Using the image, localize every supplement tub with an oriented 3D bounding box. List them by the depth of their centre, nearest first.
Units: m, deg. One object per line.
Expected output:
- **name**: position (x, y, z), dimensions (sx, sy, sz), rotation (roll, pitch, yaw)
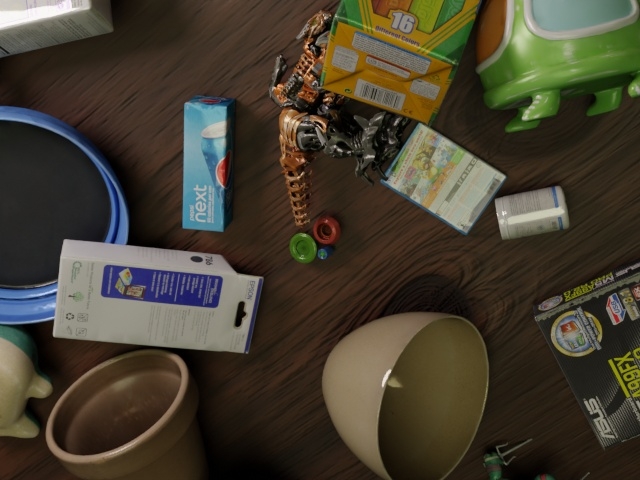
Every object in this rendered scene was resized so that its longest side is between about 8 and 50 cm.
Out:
- **supplement tub**: position (0.333, -0.043, 1.618), dimensions (0.107, 0.071, 0.071), rotation (-10, 107, 12)

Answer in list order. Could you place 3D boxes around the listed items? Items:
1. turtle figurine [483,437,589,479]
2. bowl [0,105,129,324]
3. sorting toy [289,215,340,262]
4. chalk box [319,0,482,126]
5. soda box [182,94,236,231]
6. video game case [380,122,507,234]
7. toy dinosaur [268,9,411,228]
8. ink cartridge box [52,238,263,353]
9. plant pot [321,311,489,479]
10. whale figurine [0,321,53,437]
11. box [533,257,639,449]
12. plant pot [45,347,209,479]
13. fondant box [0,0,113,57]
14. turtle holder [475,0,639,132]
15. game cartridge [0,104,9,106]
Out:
- **turtle figurine**: position (0.336, 0.442, 1.764), dimensions (0.175, 0.118, 0.234), rotation (44, 115, -7)
- **bowl**: position (-0.510, -0.040, 1.684), dimensions (0.391, 0.077, 0.391), rotation (-4, 122, -6)
- **sorting toy**: position (0.000, 0.000, 1.704), dimensions (0.102, 0.042, 0.061), rotation (-36, 85, 30)
- **chalk box**: position (0.135, -0.346, 1.457), dimensions (0.180, 0.179, 0.289), rotation (20, 67, 1)
- **soda box**: position (-0.181, -0.125, 1.669), dimensions (0.071, 0.067, 0.210), rotation (6, 110, 7)
- **video game case**: position (0.197, -0.099, 1.649), dimensions (0.166, 0.015, 0.119), rotation (32, 111, -3)
- **toy dinosaur**: position (0.014, -0.184, 1.604), dimensions (0.218, 0.164, 0.322), rotation (19, 130, 17)
- **ink cartridge box**: position (-0.272, 0.097, 1.721), dimensions (0.332, 0.065, 0.165), rotation (8, 118, -12)
- **plant pot**: position (0.113, 0.238, 1.666), dimensions (0.191, 0.284, 0.284), rotation (14, 115, 42)
- **whale figurine**: position (-0.574, 0.242, 1.837), dimensions (0.216, 0.141, 0.272), rotation (0, 133, 9)
- **box**: position (0.502, 0.183, 1.674), dimensions (0.216, 0.060, 0.270), rotation (-25, 103, 15)
- **plant pot**: position (-0.306, 0.356, 1.775), dimensions (0.263, 0.263, 0.229), rotation (-14, 123, 13)
- **fondant box**: position (-0.493, -0.406, 1.550), dimensions (0.330, 0.096, 0.238), rotation (-10, 78, 8)
- **turtle holder**: position (0.373, -0.295, 1.440), dimensions (0.320, 0.243, 0.228), rotation (-13, 89, 22)
- **game cartridge**: position (-0.699, -0.146, 1.746), dimensions (0.355, 0.068, 0.230), rotation (9, 105, 5)
